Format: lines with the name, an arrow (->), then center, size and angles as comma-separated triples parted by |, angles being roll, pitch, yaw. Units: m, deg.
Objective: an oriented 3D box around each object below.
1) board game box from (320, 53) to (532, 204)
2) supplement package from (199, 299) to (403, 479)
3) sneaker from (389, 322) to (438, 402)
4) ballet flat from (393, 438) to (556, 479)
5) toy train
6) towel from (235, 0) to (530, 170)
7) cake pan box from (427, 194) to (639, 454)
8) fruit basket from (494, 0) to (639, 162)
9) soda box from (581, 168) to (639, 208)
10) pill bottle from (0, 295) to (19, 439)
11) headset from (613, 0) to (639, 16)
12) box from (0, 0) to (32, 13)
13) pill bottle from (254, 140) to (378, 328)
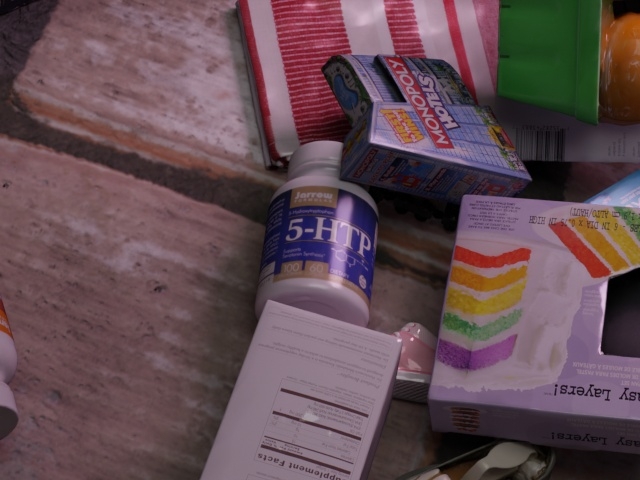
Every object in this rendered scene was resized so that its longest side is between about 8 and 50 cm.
board game box -> 0.088, -0.118, 1.775 | 0.194, 0.060, 0.194 | -1, 53, -40
supplement package -> -0.026, 0.201, 1.580 | 0.133, 0.139, 0.244 | 16, 55, 6
sneaker -> 0.062, 0.112, 1.714 | 0.134, 0.051, 0.070 | 12, 54, -7
ballet flat -> 0.126, 0.227, 1.639 | 0.213, 0.068, 0.072 | -20, 63, -22
toy train -> 0.096, -0.044, 1.834 | 0.158, 0.027, 0.036 | 20, 52, 2
towel -> 0.086, -0.183, 1.918 | 0.329, 0.037, 0.237 | -4, 57, -13
cake pan box -> 0.248, 0.078, 1.674 | 0.266, 0.070, 0.246 | 6, 57, 12
fruit basket -> 0.356, -0.240, 1.805 | 0.353, 0.327, 0.165 | 0, 13, 5
soda box -> 0.336, -0.028, 1.842 | 0.210, 0.071, 0.067 | -28, 67, -26
pill bottle -> -0.346, 0.080, 1.612 | 0.121, 0.121, 0.216 | -12, 61, -18
headset -> 0.439, -0.340, 1.916 | 0.394, 0.185, 0.243 | 6, 42, 38
box -> -0.355, -0.444, 1.917 | 0.312, 0.179, 0.343 | -29, 67, -27
pill bottle -> 0.000, 0.000, 1.736 | 0.112, 0.112, 0.187 | 9, 56, -5
